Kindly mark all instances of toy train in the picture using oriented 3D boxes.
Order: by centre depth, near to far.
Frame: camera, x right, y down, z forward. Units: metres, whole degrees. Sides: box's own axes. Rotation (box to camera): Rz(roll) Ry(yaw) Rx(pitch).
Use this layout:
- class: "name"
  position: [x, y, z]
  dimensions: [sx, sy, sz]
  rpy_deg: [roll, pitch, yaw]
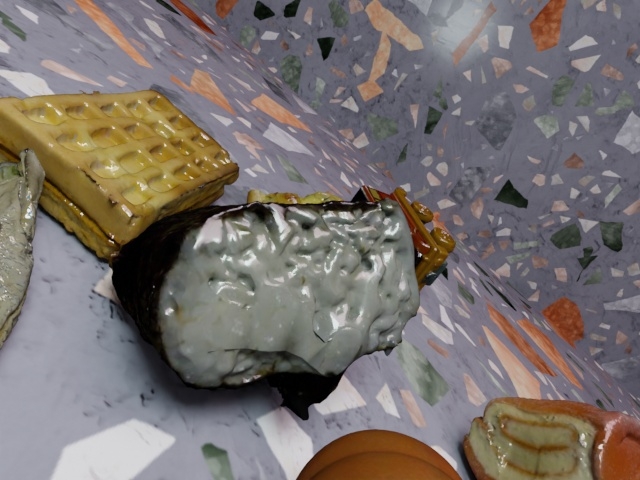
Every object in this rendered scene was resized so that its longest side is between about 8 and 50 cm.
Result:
- class: "toy train"
  position: [0.206, -0.023, 1.148]
  dimensions: [0.232, 0.163, 0.369]
  rpy_deg: [16, 31, -24]

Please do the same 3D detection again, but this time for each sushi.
- class: "sushi"
  position: [-0.046, 0.064, 0.489]
  dimensions: [0.349, 0.234, 0.207]
  rpy_deg: [0, 2, -38]

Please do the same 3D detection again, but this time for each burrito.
- class: "burrito"
  position: [-0.288, 0.007, 0.364]
  dimensions: [0.063, 0.058, 0.229]
  rpy_deg: [7, 47, -32]

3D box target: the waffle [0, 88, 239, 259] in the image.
- class: "waffle"
  position: [-0.268, -0.114, 0.595]
  dimensions: [0.224, 0.098, 0.327]
  rpy_deg: [39, 24, -4]

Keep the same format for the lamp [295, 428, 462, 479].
- class: "lamp"
  position: [0.053, 0.257, 0.301]
  dimensions: [0.223, 0.197, 0.223]
  rpy_deg: [-13, 90, -86]

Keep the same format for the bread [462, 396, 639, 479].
- class: "bread"
  position: [0.340, 0.332, 0.628]
  dimensions: [0.123, 0.244, 0.190]
  rpy_deg: [40, 56, -24]

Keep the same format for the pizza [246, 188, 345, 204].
- class: "pizza"
  position: [0.000, 0.000, 0.741]
  dimensions: [0.223, 0.089, 0.323]
  rpy_deg: [-17, 55, -28]
